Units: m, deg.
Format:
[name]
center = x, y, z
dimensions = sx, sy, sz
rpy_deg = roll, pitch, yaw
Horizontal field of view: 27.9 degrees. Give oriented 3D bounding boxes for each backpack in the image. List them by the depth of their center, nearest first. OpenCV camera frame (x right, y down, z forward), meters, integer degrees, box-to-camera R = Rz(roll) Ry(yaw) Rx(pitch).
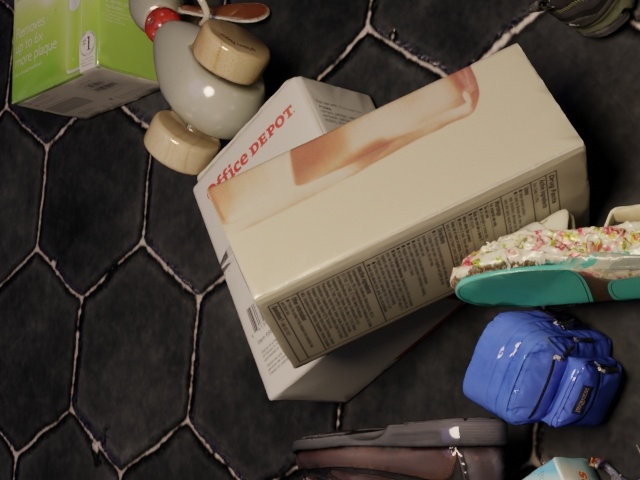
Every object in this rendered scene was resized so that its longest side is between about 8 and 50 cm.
[backpack]
center = 0.189, 0.109, 1.091
dimensions = 0.101, 0.120, 0.098
rpy_deg = 26, 101, 46

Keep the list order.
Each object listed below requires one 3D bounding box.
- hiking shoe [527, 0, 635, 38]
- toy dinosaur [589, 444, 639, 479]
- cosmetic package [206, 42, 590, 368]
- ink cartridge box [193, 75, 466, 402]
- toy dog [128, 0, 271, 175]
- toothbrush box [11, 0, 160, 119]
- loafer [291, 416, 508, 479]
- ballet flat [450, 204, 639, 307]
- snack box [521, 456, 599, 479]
[hiking shoe]
center = 0.233, -0.297, 1.120
dimensions = 0.086, 0.114, 0.227
rpy_deg = 1, 84, 46
[toy dinosaur]
center = 0.252, 0.214, 1.067
dimensions = 0.082, 0.047, 0.090
rpy_deg = -154, 66, -65
[cosmetic package]
center = 0.071, -0.027, 1.113
dimensions = 0.296, 0.153, 0.129
rpy_deg = -24, 59, -2
[ink cartridge box]
center = 0.000, 0.000, 1.316
dimensions = 0.197, 0.114, 0.273
rpy_deg = -43, 56, 33
[toy dog]
center = -0.118, -0.205, 1.486
dimensions = 0.220, 0.161, 0.334
rpy_deg = -42, 40, 37
[toothbrush box]
center = -0.300, -0.324, 1.689
dimensions = 0.206, 0.122, 0.283
rpy_deg = -12, 73, 45
[loafer]
center = 0.062, 0.219, 1.190
dimensions = 0.302, 0.109, 0.095
rpy_deg = -22, 69, 58
[ballet flat]
center = 0.228, 0.010, 1.063
dimensions = 0.241, 0.091, 0.077
rpy_deg = -3, 59, 17
[snack box]
center = 0.147, 0.351, 1.136
dimensions = 0.322, 0.060, 0.187
rpy_deg = -44, 53, 33
